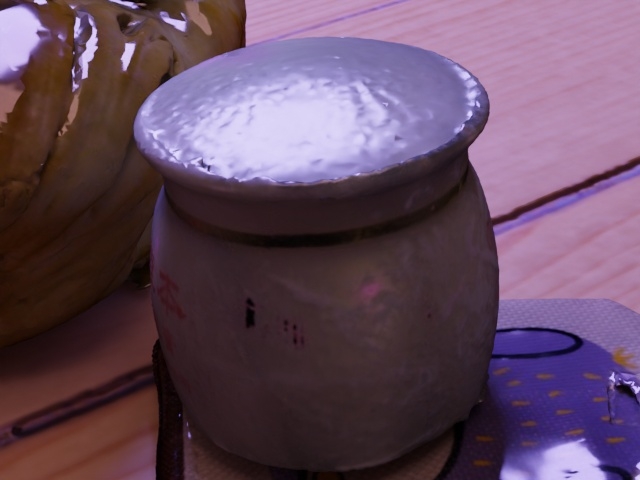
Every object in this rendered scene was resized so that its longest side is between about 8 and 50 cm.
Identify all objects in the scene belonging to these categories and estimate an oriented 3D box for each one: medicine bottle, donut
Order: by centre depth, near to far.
[{"bbox_3d":[0.000,0.000,0.540,0.147,0.143,0.147,-5,30,3],"label":"medicine bottle"},{"bbox_3d":[-0.208,-0.084,0.692,0.361,0.170,0.360,0,37,0],"label":"donut"}]

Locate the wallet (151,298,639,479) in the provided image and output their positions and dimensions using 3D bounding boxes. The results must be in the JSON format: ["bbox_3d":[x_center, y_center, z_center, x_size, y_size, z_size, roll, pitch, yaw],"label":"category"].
[{"bbox_3d":[0.049,0.124,0.516,0.275,0.068,0.335,-3,36,-4],"label":"wallet"}]
